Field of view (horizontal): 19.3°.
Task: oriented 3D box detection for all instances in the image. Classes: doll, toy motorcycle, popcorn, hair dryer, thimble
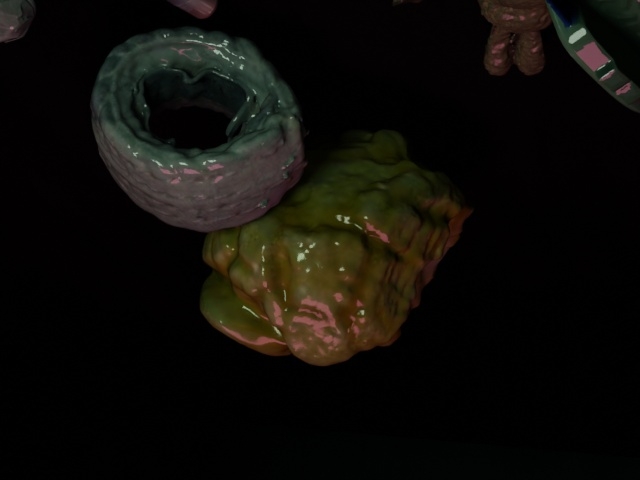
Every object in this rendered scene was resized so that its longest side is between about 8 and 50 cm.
[{"bbox_3d":[0.203,-0.233,1.862,0.202,0.091,0.286,8,165,34],"label":"doll"},{"bbox_3d":[0.241,-0.252,1.578,0.191,0.200,0.326,-35,131,29],"label":"toy motorcycle"},{"bbox_3d":[0.007,-0.011,2.271,0.292,0.294,0.334,34,-163,0],"label":"popcorn"},{"bbox_3d":[-0.111,-0.271,1.971,0.114,0.037,0.063,-18,149,39],"label":"hair dryer"},{"bbox_3d":[-0.135,-0.121,2.125,0.250,0.205,0.172,16,153,7],"label":"thimble"}]

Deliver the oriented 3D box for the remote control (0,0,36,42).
[{"bbox_3d":[-0.438,-0.272,2.093,0.247,0.052,0.104,11,159,4],"label":"remote control"}]
